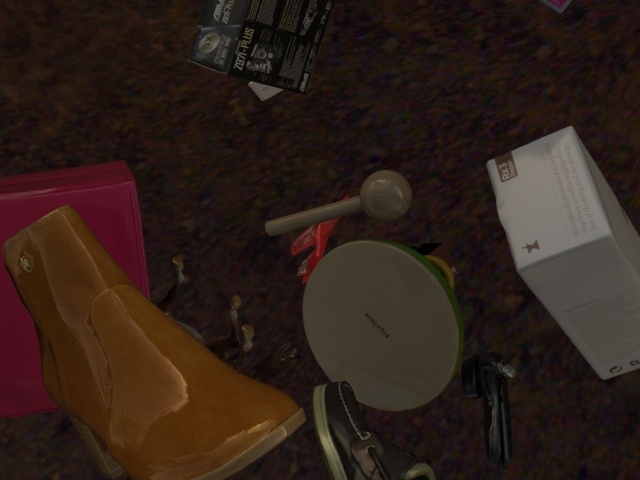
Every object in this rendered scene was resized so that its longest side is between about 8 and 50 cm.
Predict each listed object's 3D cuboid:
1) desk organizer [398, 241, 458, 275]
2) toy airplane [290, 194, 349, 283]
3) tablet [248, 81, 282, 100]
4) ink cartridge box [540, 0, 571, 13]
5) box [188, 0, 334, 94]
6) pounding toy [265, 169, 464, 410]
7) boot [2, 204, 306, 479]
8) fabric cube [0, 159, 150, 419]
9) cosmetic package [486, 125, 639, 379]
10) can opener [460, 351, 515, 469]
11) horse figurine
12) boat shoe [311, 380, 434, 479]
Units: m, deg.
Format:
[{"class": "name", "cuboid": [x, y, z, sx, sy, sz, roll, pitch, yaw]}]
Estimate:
[{"class": "desk organizer", "cuboid": [0.129, 0.035, 1.723, 0.130, 0.047, 0.050, -2, 116, 49]}, {"class": "toy airplane", "cuboid": [0.000, 0.000, 1.682, 0.028, 0.151, 0.151, 34, 111, -15]}, {"class": "tablet", "cuboid": [-0.084, -0.254, 1.958, 0.054, 0.083, 0.006, -29, 72, 6]}, {"class": "ink cartridge box", "cuboid": [0.417, -0.479, 1.713, 0.065, 0.311, 0.185, 32, 67, -2]}, {"class": "box", "cuboid": [-0.065, -0.286, 1.492, 0.077, 0.147, 0.180, 27, 104, 39]}, {"class": "pounding toy", "cuboid": [0.074, 0.050, 1.254, 0.183, 0.110, 0.236, -22, 92, 36]}, {"class": "boot", "cuboid": [-0.143, 0.071, 0.875, 0.295, 0.104, 0.211, -16, 101, 55]}, {"class": "fabric cube", "cuboid": [-0.334, 0.051, 1.401, 0.258, 0.259, 0.254, -7, 99, -11]}, {"class": "cosmetic package", "cuboid": [0.230, 0.017, 1.026, 0.085, 0.231, 0.117, -23, 54, 17]}, {"class": "can opener", "cuboid": [0.253, 0.244, 1.742, 0.073, 0.059, 0.186, -36, 46, 36]}, {"class": "horse figurine", "cuboid": [-0.155, 0.113, 1.425, 0.263, 0.066, 0.174, 31, 132, 12]}, {"class": "boat shoe", "cuboid": [0.052, 0.190, 0.895, 0.073, 0.223, 0.080, -26, 134, 6]}]
